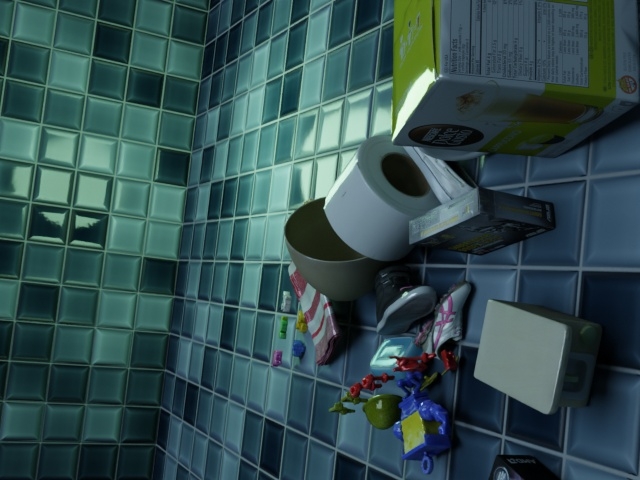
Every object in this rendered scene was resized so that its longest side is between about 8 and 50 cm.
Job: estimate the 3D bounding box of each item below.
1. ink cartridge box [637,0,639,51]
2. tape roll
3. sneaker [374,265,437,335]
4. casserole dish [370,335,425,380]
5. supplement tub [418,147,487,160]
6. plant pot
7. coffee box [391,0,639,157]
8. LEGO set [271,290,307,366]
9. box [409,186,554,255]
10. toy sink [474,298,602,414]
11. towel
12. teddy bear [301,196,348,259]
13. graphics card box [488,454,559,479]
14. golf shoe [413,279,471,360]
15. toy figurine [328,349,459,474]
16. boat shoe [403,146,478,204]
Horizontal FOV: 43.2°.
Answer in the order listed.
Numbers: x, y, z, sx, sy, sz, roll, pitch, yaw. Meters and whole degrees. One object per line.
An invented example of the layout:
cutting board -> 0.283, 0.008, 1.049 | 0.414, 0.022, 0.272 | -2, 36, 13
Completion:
ink cartridge box -> 0.554, -0.419, 1.338 | 0.127, 0.072, 0.175 | -14, 70, 62
tape roll -> 0.154, -0.098, 1.857 | 0.169, 0.246, 0.246 | -53, 38, 44
sneaker -> 0.183, 0.113, 1.846 | 0.296, 0.104, 0.147 | 119, 149, -66
casserole dish -> 0.176, 0.269, 1.879 | 0.114, 0.037, 0.188 | -56, 17, -21
supplement tub -> 0.287, -0.358, 1.707 | 0.207, 0.207, 0.338 | -38, 49, 55
plant pot -> 0.059, 0.039, 2.029 | 0.284, 0.284, 0.191 | -119, 18, -51
coffee box -> 0.317, -0.358, 1.408 | 0.337, 0.334, 0.338 | 126, 147, -77
LEGO set -> -0.080, 0.272, 2.392 | 0.093, 0.087, 0.227 | -170, 88, -79
box -> 0.312, -0.032, 1.589 | 0.231, 0.183, 0.056 | -28, 58, 58
toy sink -> 0.395, 0.202, 1.413 | 0.234, 0.131, 0.153 | -164, 83, -68
towel -> -0.022, 0.159, 2.228 | 0.237, 0.037, 0.329 | 108, 147, -59
teddy bear -> 0.000, 0.000, 2.290 | 0.338, 0.113, 0.245 | -117, 41, -50
graphics card box -> 0.398, 0.552, 1.349 | 0.371, 0.094, 0.233 | 40, 119, 61
golf shoe -> 0.281, 0.171, 1.744 | 0.086, 0.067, 0.186 | 36, 111, 20
toy figurine -> 0.177, 0.406, 1.744 | 0.362, 0.191, 0.217 | -50, 45, 49
boat shoe -> 0.260, -0.192, 1.799 | 0.088, 0.096, 0.268 | -43, 60, 32
